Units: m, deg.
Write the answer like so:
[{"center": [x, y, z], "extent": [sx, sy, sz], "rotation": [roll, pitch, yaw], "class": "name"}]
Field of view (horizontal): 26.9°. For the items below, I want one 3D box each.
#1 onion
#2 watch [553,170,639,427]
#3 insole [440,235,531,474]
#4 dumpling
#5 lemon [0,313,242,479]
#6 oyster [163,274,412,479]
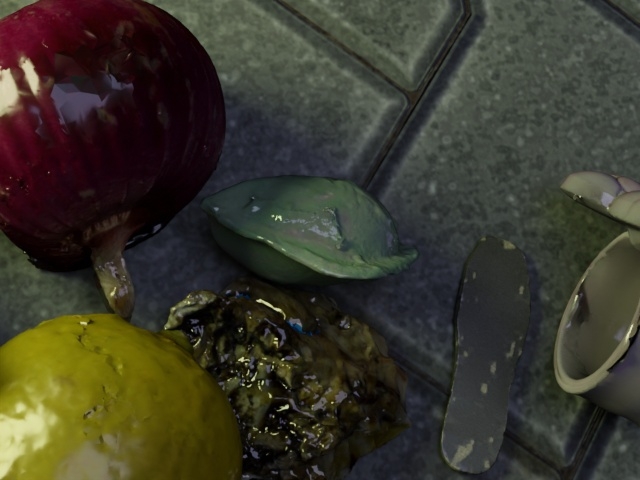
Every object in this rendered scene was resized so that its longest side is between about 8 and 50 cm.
[{"center": [-0.201, -0.102, 1.155], "extent": [0.272, 0.230, 0.256], "rotation": [39, 66, -1], "class": "onion"}, {"center": [0.313, 0.061, 1.329], "extent": [0.210, 0.248, 0.218], "rotation": [27, 94, -13], "class": "watch"}, {"center": [0.166, 0.113, 1.343], "extent": [0.081, 0.011, 0.248], "rotation": [18, 70, -13], "class": "insole"}, {"center": [-0.001, -0.011, 1.235], "extent": [0.216, 0.149, 0.105], "rotation": [8, 81, -27], "class": "dumpling"}, {"center": [-0.196, 0.198, 1.059], "extent": [0.284, 0.260, 0.260], "rotation": [-31, 88, -10], "class": "lemon"}, {"center": [-0.019, 0.124, 1.240], "extent": [0.222, 0.083, 0.214], "rotation": [-21, 86, -30], "class": "oyster"}]
